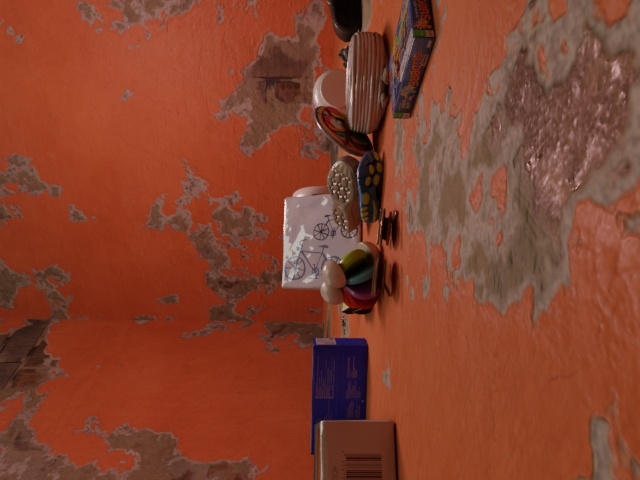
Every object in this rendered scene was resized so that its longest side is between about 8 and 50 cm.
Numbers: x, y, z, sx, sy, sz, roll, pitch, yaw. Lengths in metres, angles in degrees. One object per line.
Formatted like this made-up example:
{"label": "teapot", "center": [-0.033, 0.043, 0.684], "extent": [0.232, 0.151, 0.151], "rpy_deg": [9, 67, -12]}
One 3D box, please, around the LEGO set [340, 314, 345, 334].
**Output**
{"label": "LEGO set", "center": [0.096, 0.369, 2.230], "extent": [0.054, 0.023, 0.083], "rpy_deg": [97, 173, -68]}

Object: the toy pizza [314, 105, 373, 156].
{"label": "toy pizza", "center": [0.071, -0.311, 1.418], "extent": [0.032, 0.201, 0.201], "rpy_deg": [-48, 27, 33]}

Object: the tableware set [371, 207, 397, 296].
{"label": "tableware set", "center": [0.143, 0.027, 1.117], "extent": [0.128, 0.039, 0.194], "rpy_deg": [15, -99, -80]}

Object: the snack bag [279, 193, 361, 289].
{"label": "snack bag", "center": [0.000, 0.000, 1.760], "extent": [0.037, 0.323, 0.343], "rpy_deg": [9, -101, -58]}

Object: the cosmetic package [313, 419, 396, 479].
{"label": "cosmetic package", "center": [0.068, 0.557, 1.234], "extent": [0.453, 0.161, 0.230], "rpy_deg": [95, 175, -69]}

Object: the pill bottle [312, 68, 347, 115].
{"label": "pill bottle", "center": [0.055, -0.519, 1.840], "extent": [0.301, 0.169, 0.169], "rpy_deg": [-115, 26, -83]}

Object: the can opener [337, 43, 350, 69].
{"label": "can opener", "center": [0.116, -0.671, 1.854], "extent": [0.093, 0.074, 0.280], "rpy_deg": [56, -171, -14]}

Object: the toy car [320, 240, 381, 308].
{"label": "toy car", "center": [0.094, 0.104, 1.292], "extent": [0.136, 0.159, 0.182], "rpy_deg": [48, 153, 30]}

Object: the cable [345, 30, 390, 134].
{"label": "cable", "center": [0.114, -0.404, 1.328], "extent": [0.257, 0.089, 0.257], "rpy_deg": [95, 175, -62]}

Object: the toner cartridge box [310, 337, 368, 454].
{"label": "toner cartridge box", "center": [0.054, 0.472, 1.551], "extent": [0.075, 0.165, 0.348], "rpy_deg": [-98, 10, -81]}

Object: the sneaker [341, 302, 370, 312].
{"label": "sneaker", "center": [0.102, 0.169, 1.504], "extent": [0.208, 0.081, 0.094], "rpy_deg": [102, 170, -80]}

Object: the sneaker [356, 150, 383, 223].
{"label": "sneaker", "center": [0.121, -0.139, 1.319], "extent": [0.078, 0.067, 0.188], "rpy_deg": [-111, 18, -66]}

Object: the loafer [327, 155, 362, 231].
{"label": "loafer", "center": [0.089, -0.143, 1.459], "extent": [0.111, 0.112, 0.319], "rpy_deg": [-46, -19, -19]}

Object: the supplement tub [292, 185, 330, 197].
{"label": "supplement tub", "center": [0.008, -0.019, 1.924], "extent": [0.241, 0.241, 0.331], "rpy_deg": [107, 164, -81]}

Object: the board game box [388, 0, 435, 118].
{"label": "board game box", "center": [0.157, -0.334, 0.912], "extent": [0.201, 0.035, 0.136], "rpy_deg": [96, 174, -66]}

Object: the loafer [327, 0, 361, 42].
{"label": "loafer", "center": [0.076, -0.892, 1.886], "extent": [0.130, 0.133, 0.366], "rpy_deg": [100, 171, -73]}
